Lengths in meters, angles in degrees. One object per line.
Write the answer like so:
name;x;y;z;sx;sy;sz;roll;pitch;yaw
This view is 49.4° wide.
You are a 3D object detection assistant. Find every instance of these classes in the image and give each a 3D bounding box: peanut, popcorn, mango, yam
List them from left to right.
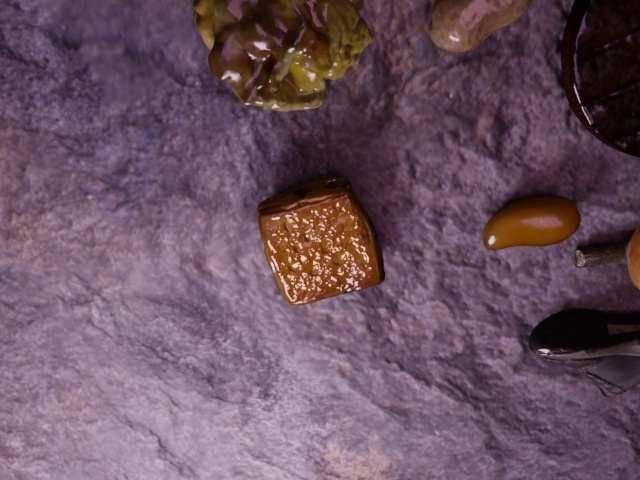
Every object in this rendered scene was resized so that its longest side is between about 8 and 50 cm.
popcorn;-0.056;-0.337;1.089;0.293;0.237;0.292;0;110;1
peanut;0.274;-0.403;1.141;0.224;0.129;0.129;-41;109;19
mango;0.398;-0.033;1.324;0.184;0.085;0.102;-11;117;12
yam;0.550;0.029;1.378;0.094;0.043;0.043;-9;112;-2

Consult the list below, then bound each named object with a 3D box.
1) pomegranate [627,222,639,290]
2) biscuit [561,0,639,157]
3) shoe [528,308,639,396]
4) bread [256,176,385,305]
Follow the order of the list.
pomegranate;0.695;0.042;1.290;0.248;0.248;0.248;-1;112;-3
biscuit;0.611;-0.343;1.207;0.408;0.091;0.407;-2;110;-5
shoe;0.580;0.245;1.433;0.337;0.132;0.170;0;121;-7
bread;0.000;0.000;1.307;0.211;0.099;0.235;-16;118;6
